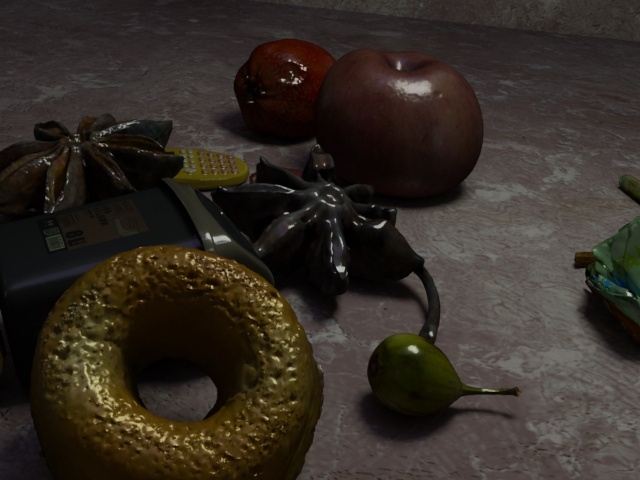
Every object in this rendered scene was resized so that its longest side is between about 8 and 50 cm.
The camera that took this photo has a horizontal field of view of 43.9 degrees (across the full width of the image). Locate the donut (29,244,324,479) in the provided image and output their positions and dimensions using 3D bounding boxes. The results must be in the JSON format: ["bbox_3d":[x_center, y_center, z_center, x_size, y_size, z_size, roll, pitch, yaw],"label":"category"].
[{"bbox_3d":[-0.129,0.124,0.715,0.277,0.108,0.278,3,62,-7],"label":"donut"}]

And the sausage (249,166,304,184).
[{"bbox_3d":[-0.050,-0.083,1.304,0.141,0.076,0.076,11,27,6],"label":"sausage"}]

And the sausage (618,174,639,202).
[{"bbox_3d":[0.609,-0.062,1.431,0.032,0.033,0.269,0,27,-11],"label":"sausage"}]

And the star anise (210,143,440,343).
[{"bbox_3d":[0.000,0.000,1.106,0.315,0.139,0.360,6,41,-5],"label":"star anise"}]

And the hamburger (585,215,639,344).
[{"bbox_3d":[0.496,0.039,1.087,0.260,0.151,0.276,11,27,8],"label":"hamburger"}]

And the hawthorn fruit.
[{"bbox_3d":[-0.046,-0.309,1.621,0.253,0.205,0.205,-11,31,-43],"label":"hawthorn fruit"}]

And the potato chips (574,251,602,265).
[{"bbox_3d":[0.484,0.019,1.252,0.203,0.037,0.026,-9,20,-17],"label":"potato chips"}]

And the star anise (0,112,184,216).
[{"bbox_3d":[-0.368,-0.110,1.238,0.331,0.118,0.332,0,35,0],"label":"star anise"}]

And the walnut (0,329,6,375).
[{"bbox_3d":[-0.391,0.110,0.784,0.166,0.149,0.166,30,21,-12],"label":"walnut"}]

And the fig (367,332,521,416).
[{"bbox_3d":[0.130,0.163,0.860,0.166,0.093,0.093,29,30,3],"label":"fig"}]

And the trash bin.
[{"bbox_3d":[-0.218,0.043,0.916,0.290,0.182,0.209,-13,33,-22],"label":"trash bin"}]

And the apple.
[{"bbox_3d":[0.141,-0.214,1.416,0.305,0.235,0.306,6,28,-3],"label":"apple"}]

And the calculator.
[{"bbox_3d":[-0.242,-0.126,1.394,0.234,0.032,0.146,0,27,-14],"label":"calculator"}]
